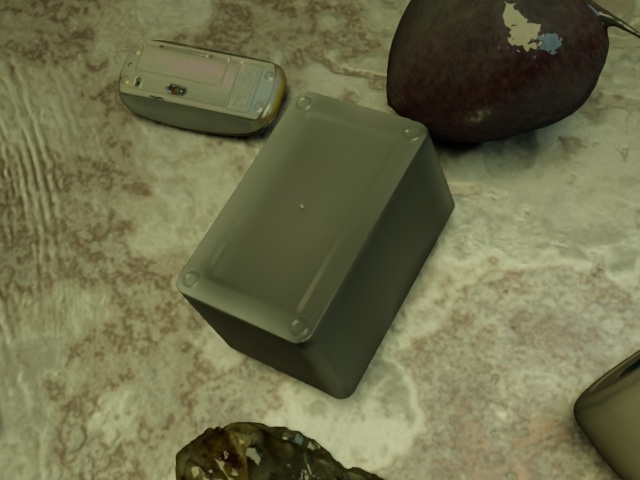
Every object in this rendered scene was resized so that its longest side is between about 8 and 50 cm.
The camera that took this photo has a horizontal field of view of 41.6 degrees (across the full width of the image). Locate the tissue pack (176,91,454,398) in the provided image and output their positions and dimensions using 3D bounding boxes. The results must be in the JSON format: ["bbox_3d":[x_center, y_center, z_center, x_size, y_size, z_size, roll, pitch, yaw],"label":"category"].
[{"bbox_3d":[0.001,0.000,0.823,0.159,0.136,0.246,21,70,29],"label":"tissue pack"}]

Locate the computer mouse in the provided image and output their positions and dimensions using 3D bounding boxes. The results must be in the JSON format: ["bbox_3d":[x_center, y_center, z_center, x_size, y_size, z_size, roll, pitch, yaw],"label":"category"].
[{"bbox_3d":[-0.136,-0.179,0.976,0.199,0.045,0.102,12,74,11],"label":"computer mouse"}]

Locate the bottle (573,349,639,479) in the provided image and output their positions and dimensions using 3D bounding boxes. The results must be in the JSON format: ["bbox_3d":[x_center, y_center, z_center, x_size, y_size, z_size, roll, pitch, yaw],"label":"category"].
[{"bbox_3d":[0.348,0.205,0.738,0.148,0.147,0.236,-33,78,-5],"label":"bottle"}]

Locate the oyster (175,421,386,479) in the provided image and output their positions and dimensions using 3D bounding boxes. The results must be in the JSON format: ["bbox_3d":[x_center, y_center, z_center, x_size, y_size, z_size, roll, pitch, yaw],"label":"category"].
[{"bbox_3d":[0.016,0.256,0.799,0.345,0.078,0.128,13,65,14],"label":"oyster"}]

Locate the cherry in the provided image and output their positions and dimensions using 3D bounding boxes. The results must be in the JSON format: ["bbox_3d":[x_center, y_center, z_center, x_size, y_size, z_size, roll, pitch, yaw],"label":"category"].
[{"bbox_3d":[0.187,-0.207,0.873,0.266,0.183,0.213,-24,55,12],"label":"cherry"}]
